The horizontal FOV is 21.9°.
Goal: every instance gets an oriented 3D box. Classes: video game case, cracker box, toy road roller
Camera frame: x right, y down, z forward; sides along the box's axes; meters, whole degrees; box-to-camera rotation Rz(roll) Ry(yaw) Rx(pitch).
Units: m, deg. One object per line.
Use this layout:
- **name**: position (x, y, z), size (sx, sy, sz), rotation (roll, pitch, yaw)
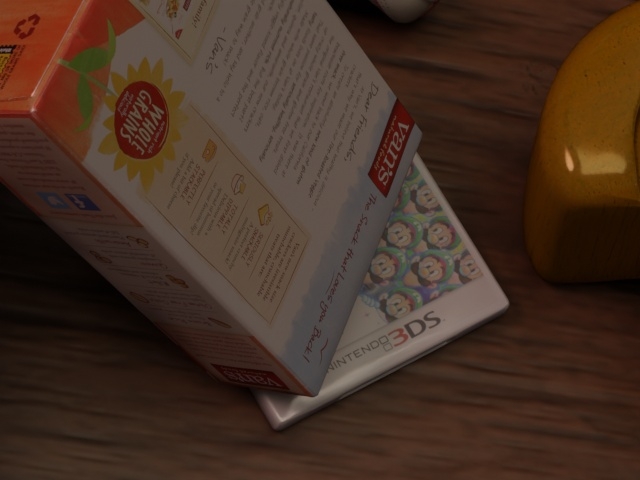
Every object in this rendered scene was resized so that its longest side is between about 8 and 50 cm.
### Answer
- **video game case**: position (0.000, 0.000, 0.862), size (0.143, 0.019, 0.157), rotation (-26, 75, -19)
- **cracker box**: position (-0.052, -0.052, 0.747), size (0.067, 0.232, 0.155), rotation (4, 59, 36)
- **toy road roller**: position (0.221, -0.094, 0.850), size (0.241, 0.202, 0.329), rotation (-3, 70, 0)

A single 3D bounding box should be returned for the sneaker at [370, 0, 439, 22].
- **sneaker**: position (-0.050, -0.182, 0.888), size (0.252, 0.111, 0.103), rotation (29, 27, -16)
